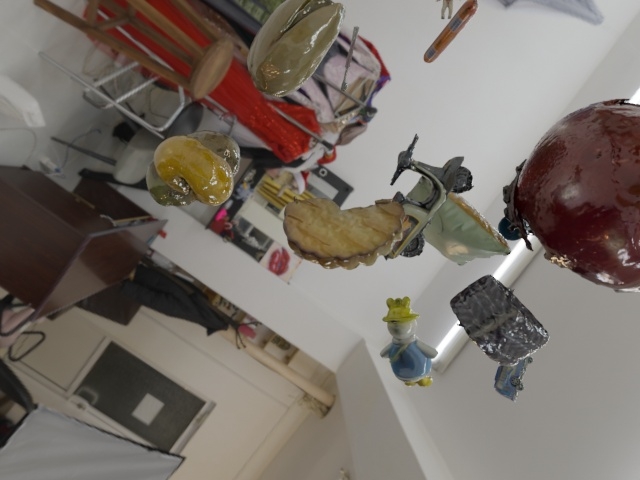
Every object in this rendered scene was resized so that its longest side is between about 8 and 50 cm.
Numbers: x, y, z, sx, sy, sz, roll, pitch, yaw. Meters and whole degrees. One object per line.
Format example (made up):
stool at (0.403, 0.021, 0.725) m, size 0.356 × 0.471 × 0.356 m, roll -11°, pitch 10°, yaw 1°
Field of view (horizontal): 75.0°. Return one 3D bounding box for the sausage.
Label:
sausage at (0.457, -0.735, 1.486) m, size 0.053 × 0.053 × 0.348 m, roll -55°, pitch -175°, yaw -15°

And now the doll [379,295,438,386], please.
doll at (0.218, 0.259, 1.054) m, size 0.099 × 0.240 × 0.135 m, roll -14°, pitch -175°, yaw -25°

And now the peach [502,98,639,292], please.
peach at (0.588, -0.098, 0.848) m, size 0.416 × 0.340 × 0.352 m, roll -86°, pitch -159°, yaw -76°

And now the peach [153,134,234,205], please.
peach at (-0.271, -0.147, 0.903) m, size 0.103 × 0.179 × 0.179 m, roll -60°, pitch -173°, yaw -16°

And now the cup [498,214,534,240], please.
cup at (0.824, -0.055, 1.722) m, size 0.155 × 0.177 × 0.131 m, roll -13°, pitch 116°, yaw -56°

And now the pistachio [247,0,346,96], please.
pistachio at (-0.049, -0.367, 0.780) m, size 0.226 × 0.136 × 0.135 m, roll -41°, pitch -170°, yaw 23°

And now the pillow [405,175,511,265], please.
pillow at (0.366, -0.049, 1.215) m, size 0.119 × 0.312 × 0.310 m, roll -48°, pitch 177°, yaw -7°

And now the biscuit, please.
biscuit at (0.026, -0.005, 0.607) m, size 0.061 × 0.183 × 0.118 m, roll 74°, pitch 28°, yaw -53°

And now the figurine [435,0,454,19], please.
figurine at (0.320, -0.612, 1.040) m, size 0.047 × 0.064 × 0.109 m, roll -38°, pitch 132°, yaw -70°

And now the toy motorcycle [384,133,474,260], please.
toy motorcycle at (0.180, -0.076, 0.835) m, size 0.263 × 0.157 × 0.091 m, roll -53°, pitch -171°, yaw 11°

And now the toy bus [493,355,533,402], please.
toy bus at (0.458, 0.299, 0.987) m, size 0.061 × 0.051 × 0.152 m, roll 13°, pitch -112°, yaw 40°

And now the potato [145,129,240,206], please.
potato at (-0.330, -0.188, 1.080) m, size 0.263 × 0.164 × 0.165 m, roll -33°, pitch -172°, yaw 6°

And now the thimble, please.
thimble at (0.207, 0.092, 0.486) m, size 0.066 × 0.104 × 0.095 m, roll -44°, pitch -134°, yaw 20°

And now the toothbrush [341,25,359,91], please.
toothbrush at (0.087, -0.541, 1.257) m, size 0.014 × 0.017 × 0.194 m, roll -25°, pitch 144°, yaw -34°
